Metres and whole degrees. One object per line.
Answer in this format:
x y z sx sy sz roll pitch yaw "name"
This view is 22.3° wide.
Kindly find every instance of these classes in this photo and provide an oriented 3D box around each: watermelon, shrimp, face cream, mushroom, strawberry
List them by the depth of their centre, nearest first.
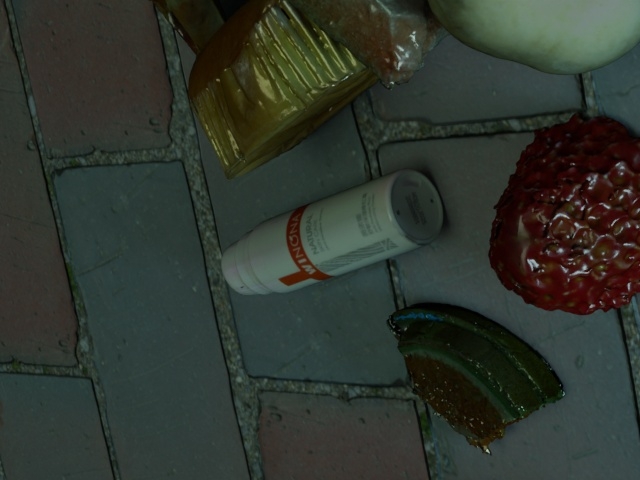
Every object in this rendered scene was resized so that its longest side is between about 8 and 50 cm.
0.222 -0.299 1.638 0.234 0.253 0.260 -103 -5 -62 "mushroom"
0.249 -0.021 1.738 0.234 0.178 0.234 10 105 42 "strawberry"
0.059 -0.349 1.763 0.302 0.264 0.151 40 143 13 "watermelon"
0.000 0.000 2.035 0.345 0.102 0.102 -21 90 45 "face cream"
-0.173 -0.294 2.056 0.154 0.062 0.294 12 139 55 "shrimp"

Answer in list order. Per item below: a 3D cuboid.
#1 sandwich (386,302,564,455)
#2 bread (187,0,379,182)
0.165 0.159 1.949 0.235 0.079 0.159 43 130 24 "sandwich"
-0.044 -0.207 1.927 0.156 0.204 0.288 57 139 6 "bread"
